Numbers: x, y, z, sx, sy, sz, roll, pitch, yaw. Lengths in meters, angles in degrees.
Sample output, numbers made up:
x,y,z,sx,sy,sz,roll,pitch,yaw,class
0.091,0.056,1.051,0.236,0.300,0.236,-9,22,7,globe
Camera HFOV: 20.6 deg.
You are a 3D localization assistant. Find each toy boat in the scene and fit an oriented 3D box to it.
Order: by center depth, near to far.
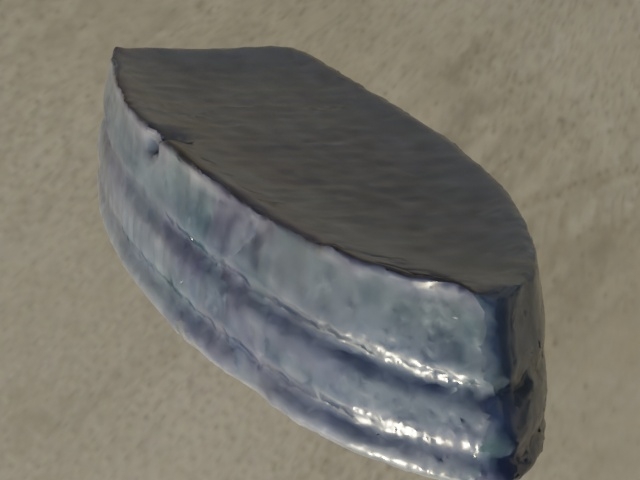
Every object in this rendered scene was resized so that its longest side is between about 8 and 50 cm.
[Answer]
x,y,z,sx,sy,sz,roll,pitch,yaw,class
0.000,0.000,0.665,0.127,0.283,0.078,-2,114,-27,toy boat
